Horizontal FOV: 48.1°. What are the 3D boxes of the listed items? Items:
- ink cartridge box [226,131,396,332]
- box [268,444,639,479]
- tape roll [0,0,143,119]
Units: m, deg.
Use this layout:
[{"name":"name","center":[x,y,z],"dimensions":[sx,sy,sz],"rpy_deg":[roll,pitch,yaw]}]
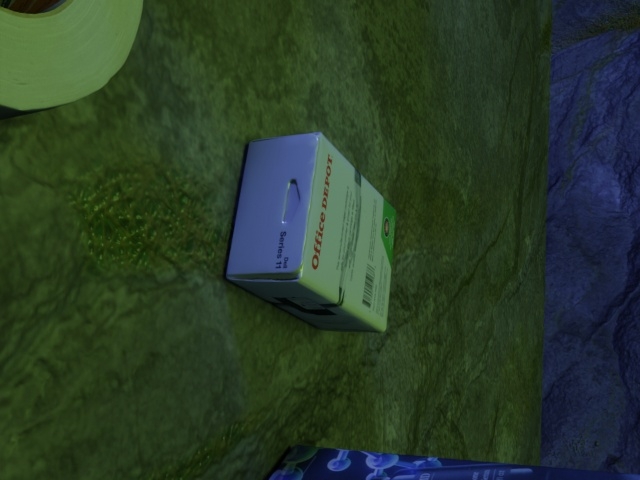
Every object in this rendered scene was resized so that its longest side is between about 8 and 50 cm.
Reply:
[{"name":"ink cartridge box","center":[0.000,0.000,0.755],"dimensions":[0.208,0.086,0.153],"rpy_deg":[38,55,-56]},{"name":"box","center":[0.103,0.351,0.588],"dimensions":[0.293,0.395,0.212],"rpy_deg":[-41,122,-57]},{"name":"tape roll","center":[-0.201,-0.179,0.408],"dimensions":[0.219,0.072,0.220],"rpy_deg":[9,80,-61]}]
